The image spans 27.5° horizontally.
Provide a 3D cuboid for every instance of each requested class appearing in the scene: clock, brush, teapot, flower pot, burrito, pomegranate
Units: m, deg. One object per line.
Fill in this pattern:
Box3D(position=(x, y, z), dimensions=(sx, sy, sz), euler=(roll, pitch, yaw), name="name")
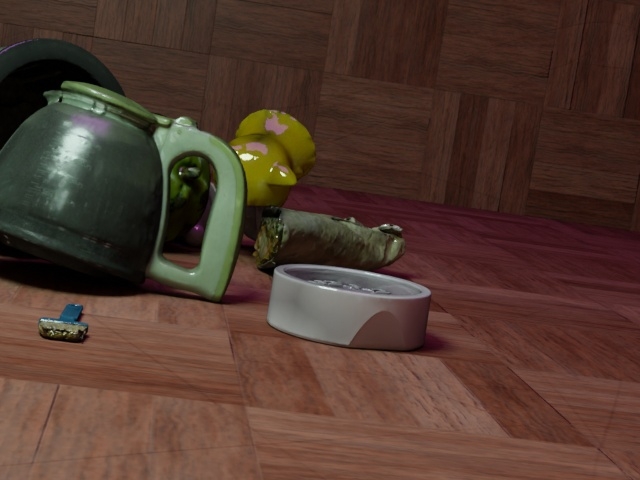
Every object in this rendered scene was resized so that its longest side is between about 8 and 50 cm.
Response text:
Box3D(position=(0.035, 0.080, 1.609), dimensions=(0.197, 0.068, 0.197), euler=(8, 6, -1), name="clock")
Box3D(position=(-0.271, 0.085, 1.408), dimensions=(0.051, 0.014, 0.164), euler=(10, 6, -6), name="brush")
Box3D(position=(-0.268, -0.070, 1.668), dimensions=(0.322, 0.239, 0.239), euler=(18, -4, 26), name="teapot")
Box3D(position=(-0.481, -0.143, 1.930), dimensions=(0.293, 0.293, 0.330), euler=(2, 2, -45), name="flower pot")
Box3D(position=(-0.011, 0.001, 2.091), dimensions=(0.175, 0.107, 0.348), euler=(-6, -6, 38), name="burrito")
Box3D(position=(-0.300, -0.070, 2.090), dimensions=(0.222, 0.276, 0.204), euler=(3, 47, -51), name="pomegranate")

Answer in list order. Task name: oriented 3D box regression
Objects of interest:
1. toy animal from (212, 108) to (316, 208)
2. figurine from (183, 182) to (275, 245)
Box3D(position=(-0.087, -0.135, 2.133), dimensions=(0.156, 0.156, 0.230), euler=(10, 25, 11), name="toy animal")
Box3D(position=(-0.196, -0.056, 2.232), dimensions=(0.257, 0.182, 0.144), euler=(2, -35, -4), name="figurine")
